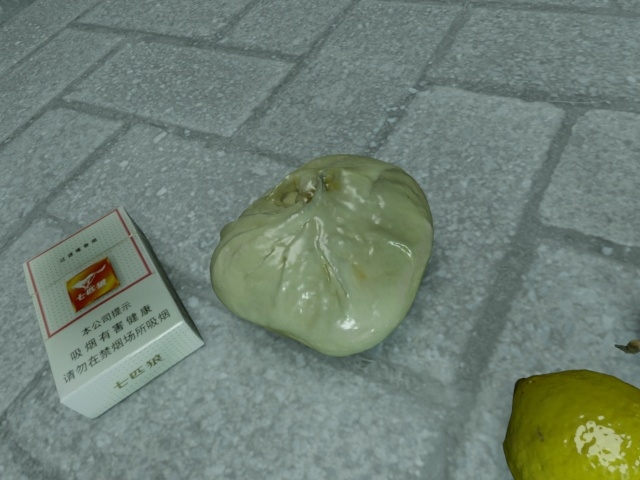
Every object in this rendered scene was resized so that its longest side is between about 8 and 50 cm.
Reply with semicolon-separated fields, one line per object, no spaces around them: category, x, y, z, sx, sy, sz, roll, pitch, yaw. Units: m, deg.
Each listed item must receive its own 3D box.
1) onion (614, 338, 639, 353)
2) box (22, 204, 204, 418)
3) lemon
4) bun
onion;0.465;0.107;0.561;0.154;0.177;0.177;0;49;-18
box;-0.372;0.107;0.842;0.210;0.095;0.330;-33;51;-12
lemon;0.299;0.234;0.516;0.193;0.180;0.180;34;65;1
bun;0.000;0.000;0.746;0.362;0.213;0.360;-9;50;11
